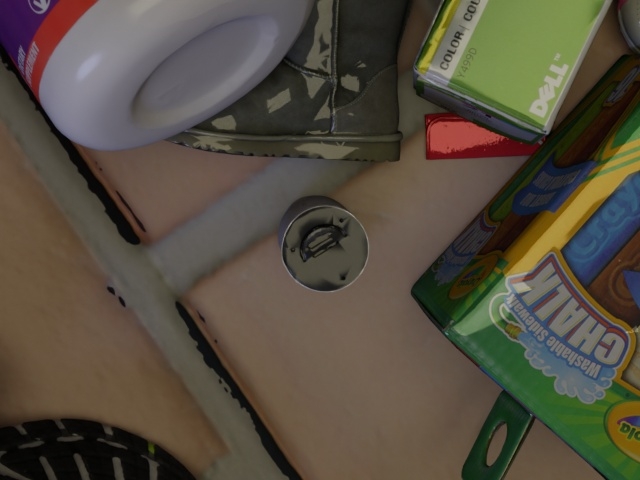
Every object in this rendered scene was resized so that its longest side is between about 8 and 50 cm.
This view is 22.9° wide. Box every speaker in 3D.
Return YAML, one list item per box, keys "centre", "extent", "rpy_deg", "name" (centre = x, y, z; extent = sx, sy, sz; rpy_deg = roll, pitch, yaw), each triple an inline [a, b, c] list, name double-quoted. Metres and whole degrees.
- centre: [0.000, 0.000, 1.025]
  extent: [0.055, 0.136, 0.055]
  rpy_deg: [0, 94, -3]
  name: "speaker"

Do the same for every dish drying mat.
- centre: [0.114, -0.073, 1.089]
  extent: [0.083, 0.008, 0.032]
  rpy_deg: [-2, 95, -2]
  name: "dish drying mat"

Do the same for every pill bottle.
- centre: [-0.155, -0.225, 0.957]
  extent: [0.181, 0.181, 0.323]
  rpy_deg: [-35, 75, 1]
  name: "pill bottle"

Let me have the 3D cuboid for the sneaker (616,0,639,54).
- centre: [0.321, -0.126, 1.041]
  extent: [0.252, 0.111, 0.103]
  rpy_deg: [20, 93, -3]
  name: "sneaker"

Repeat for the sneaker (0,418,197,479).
- centre: [-0.222, 0.196, 1.060]
  extent: [0.300, 0.111, 0.121]
  rpy_deg: [2, 119, -7]
  name: "sneaker"

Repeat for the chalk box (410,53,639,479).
- centre: [0.179, 0.042, 1.011]
  extent: [0.179, 0.180, 0.289]
  rpy_deg: [43, 91, -7]
  name: "chalk box"

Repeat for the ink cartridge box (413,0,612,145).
- centre: [0.136, -0.164, 0.954]
  extent: [0.097, 0.255, 0.188]
  rpy_deg: [26, 92, 3]
  name: "ink cartridge box"

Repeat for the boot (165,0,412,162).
- centre: [-0.019, -0.160, 1.045]
  extent: [0.190, 0.076, 0.208]
  rpy_deg: [1, 101, -15]
  name: "boot"
